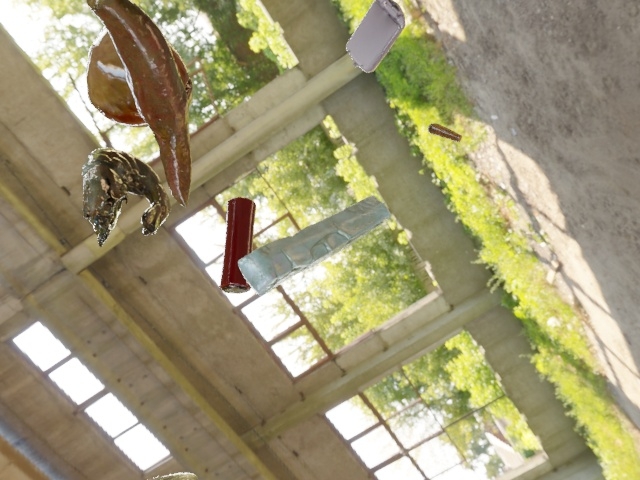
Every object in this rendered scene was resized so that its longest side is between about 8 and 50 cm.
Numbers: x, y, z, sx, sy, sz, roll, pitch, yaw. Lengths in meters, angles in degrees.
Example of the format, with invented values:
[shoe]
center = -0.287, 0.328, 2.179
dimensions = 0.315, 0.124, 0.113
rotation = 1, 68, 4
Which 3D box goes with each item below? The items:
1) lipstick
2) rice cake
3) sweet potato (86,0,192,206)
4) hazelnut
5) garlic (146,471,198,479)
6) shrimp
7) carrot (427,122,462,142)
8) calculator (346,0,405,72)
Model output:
[lipstick]
center = -0.203, 0.011, 1.158
dimensions = 0.080, 0.080, 0.241
rotation = 45, -138, -59
[rice cake]
center = 0.000, 0.000, 0.801
dimensions = 0.336, 0.063, 0.066
rotation = -29, -107, -42
[sweet potato]
center = -0.176, -0.152, 0.509
dimensions = 0.255, 0.058, 0.078
rotation = 88, 177, -50
[hazelnut]
center = -0.319, -0.275, 0.812
dimensions = 0.182, 0.182, 0.182
rotation = 56, -172, -12
[garlic]
center = -0.222, 0.363, 0.418
dimensions = 0.132, 0.279, 0.325
rotation = 42, -161, 24
[shrimp]
center = -0.310, -0.060, 0.754
dimensions = 0.145, 0.059, 0.254
rotation = 22, -150, -41
[carrot]
center = 0.326, -0.285, 1.233
dimensions = 0.093, 0.032, 0.032
rotation = 28, 174, 25
[calculator]
center = 0.127, -0.483, 1.106
dimensions = 0.032, 0.175, 0.100
rotation = -22, -109, -46
